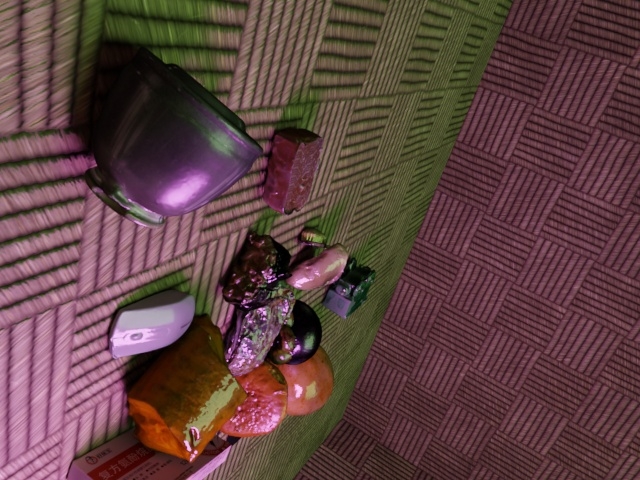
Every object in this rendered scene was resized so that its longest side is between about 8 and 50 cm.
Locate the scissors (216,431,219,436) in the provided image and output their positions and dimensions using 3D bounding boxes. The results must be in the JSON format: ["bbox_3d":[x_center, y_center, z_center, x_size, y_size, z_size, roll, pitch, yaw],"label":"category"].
[{"bbox_3d":[-0.357,0.672,1.909,0.317,0.024,0.160,-50,157,-24],"label":"scissors"}]

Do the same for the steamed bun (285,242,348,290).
[{"bbox_3d":[0.008,0.105,1.853,0.212,0.110,0.231,-39,170,28],"label":"steamed bun"}]

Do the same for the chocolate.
[{"bbox_3d":[-0.078,-0.180,1.390,0.148,0.093,0.214,-26,139,-57],"label":"chocolate"}]

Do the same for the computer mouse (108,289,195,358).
[{"bbox_3d":[-0.362,0.184,1.185,0.231,0.079,0.128,-25,136,-55],"label":"computer mouse"}]

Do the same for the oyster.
[{"bbox_3d":[-0.210,0.274,1.613,0.351,0.162,0.158,-53,-159,-3],"label":"oyster"}]

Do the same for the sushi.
[{"bbox_3d":[-0.167,0.095,1.447,0.212,0.147,0.115,-56,160,-7],"label":"sushi"}]

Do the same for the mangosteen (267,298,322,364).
[{"bbox_3d":[-0.105,0.306,1.789,0.243,0.243,0.243,-50,157,-30],"label":"mangosteen"}]

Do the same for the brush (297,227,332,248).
[{"bbox_3d":[0.002,-0.001,1.873,0.313,0.072,0.067,15,88,-71],"label":"brush"}]

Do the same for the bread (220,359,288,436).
[{"bbox_3d":[-0.226,0.487,1.683,0.268,0.268,0.146,-62,171,0],"label":"bread"}]

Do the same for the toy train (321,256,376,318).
[{"bbox_3d":[0.134,0.200,2.347,0.266,0.145,0.202,-31,147,-55],"label":"toy train"}]

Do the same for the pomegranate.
[{"bbox_3d":[-0.084,0.507,2.027,0.307,0.307,0.307,-50,157,-30],"label":"pomegranate"}]

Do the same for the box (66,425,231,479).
[{"bbox_3d":[-0.409,0.549,1.329,0.353,0.214,0.069,-9,124,-66],"label":"box"}]

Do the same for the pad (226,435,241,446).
[{"bbox_3d":[-0.278,0.657,2.113,0.247,0.007,0.368,-30,143,-57],"label":"pad"}]

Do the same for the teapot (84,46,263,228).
[{"bbox_3d":[-0.261,-0.157,0.876,0.239,0.321,0.239,39,96,-31],"label":"teapot"}]

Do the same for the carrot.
[{"bbox_3d":[-0.305,0.354,1.305,0.341,0.241,0.241,-50,157,-29],"label":"carrot"}]
